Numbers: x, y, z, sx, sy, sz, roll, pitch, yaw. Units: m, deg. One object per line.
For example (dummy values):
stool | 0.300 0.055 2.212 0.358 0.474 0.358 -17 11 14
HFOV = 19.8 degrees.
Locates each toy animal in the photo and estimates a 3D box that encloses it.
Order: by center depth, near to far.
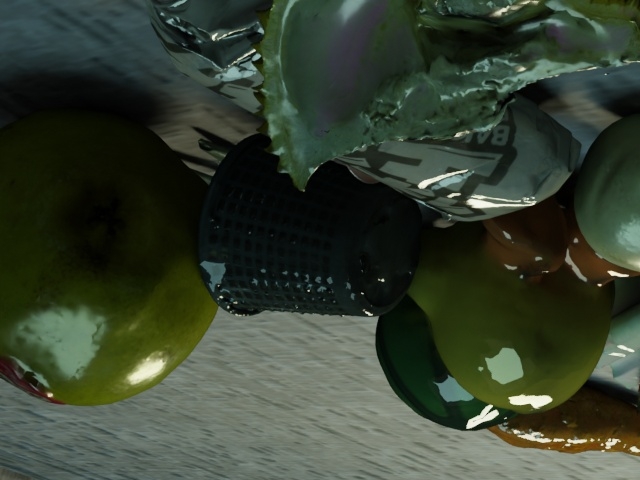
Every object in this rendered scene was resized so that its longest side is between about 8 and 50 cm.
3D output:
toy animal | 0.174 0.077 1.761 0.216 0.191 0.338 6 151 -21

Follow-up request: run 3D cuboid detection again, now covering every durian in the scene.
durian | 0.081 -0.152 1.255 0.306 0.166 0.172 -10 156 25

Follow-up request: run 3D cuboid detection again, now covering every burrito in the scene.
burrito | 0.013 -0.127 1.462 0.445 0.101 0.139 24 148 -32

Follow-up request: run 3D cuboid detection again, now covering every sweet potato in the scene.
sweet potato | 0.289 0.222 2.332 0.355 0.095 0.106 17 -159 -9

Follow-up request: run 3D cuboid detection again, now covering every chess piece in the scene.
chess piece | 0.373 -0.007 1.534 0.330 0.182 0.182 18 161 -4

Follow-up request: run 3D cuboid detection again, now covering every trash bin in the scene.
trash bin | 0.000 0.000 1.677 0.161 0.175 0.175 14 166 34

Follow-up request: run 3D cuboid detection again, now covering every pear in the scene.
pear | -0.240 0.022 1.775 0.287 0.287 0.375 14 167 -10

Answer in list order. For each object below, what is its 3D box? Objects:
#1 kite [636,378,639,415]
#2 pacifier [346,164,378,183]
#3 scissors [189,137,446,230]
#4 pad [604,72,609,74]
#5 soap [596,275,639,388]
kite | 0.402 0.146 1.825 0.234 0.016 0.321 26 156 -36
pacifier | 0.068 -0.090 1.622 0.099 0.081 0.078 8 -165 -8
scissors | 0.000 -0.022 1.888 0.383 0.029 0.256 22 159 -28
pad | 0.360 -0.148 1.275 0.323 0.055 0.250 -12 157 11
soap | 0.393 0.065 1.785 0.208 0.115 0.347 15 161 -11
